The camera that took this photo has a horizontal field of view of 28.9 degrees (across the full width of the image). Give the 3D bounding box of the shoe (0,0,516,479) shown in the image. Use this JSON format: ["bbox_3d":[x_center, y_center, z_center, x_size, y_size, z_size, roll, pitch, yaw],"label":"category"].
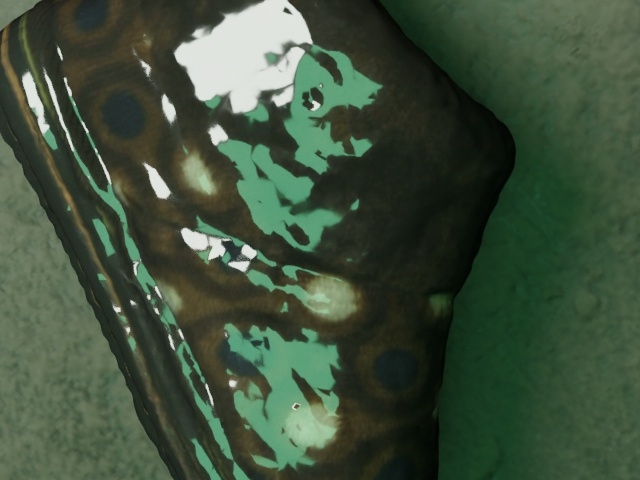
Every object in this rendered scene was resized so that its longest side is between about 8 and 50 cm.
[{"bbox_3d":[0.000,0.000,0.683,0.237,0.171,0.384,-27,90,17],"label":"shoe"}]
